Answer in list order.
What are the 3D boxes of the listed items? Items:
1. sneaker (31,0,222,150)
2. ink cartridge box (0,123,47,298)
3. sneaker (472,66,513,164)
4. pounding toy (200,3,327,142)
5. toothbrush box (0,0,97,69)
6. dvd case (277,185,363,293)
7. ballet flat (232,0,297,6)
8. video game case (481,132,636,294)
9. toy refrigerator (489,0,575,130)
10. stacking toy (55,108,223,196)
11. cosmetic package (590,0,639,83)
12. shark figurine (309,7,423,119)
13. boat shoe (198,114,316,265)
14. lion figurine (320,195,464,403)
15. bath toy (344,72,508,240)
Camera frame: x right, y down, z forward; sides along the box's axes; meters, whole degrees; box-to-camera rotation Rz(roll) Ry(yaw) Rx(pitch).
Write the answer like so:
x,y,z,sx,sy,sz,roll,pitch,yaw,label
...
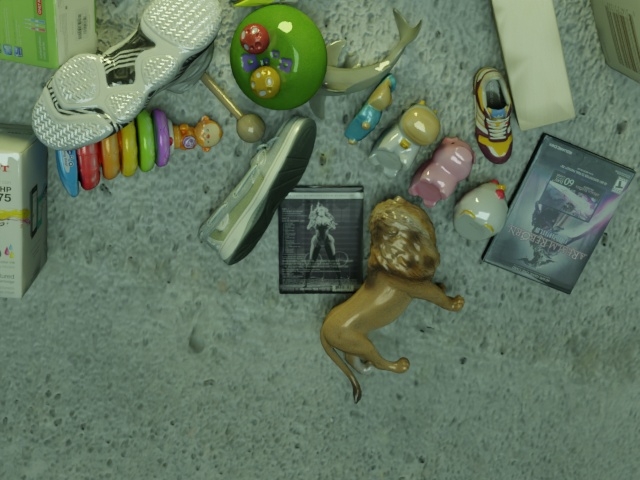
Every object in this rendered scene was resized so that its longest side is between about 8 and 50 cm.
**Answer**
x,y,z,sx,sy,sz,roll,pitch,yaw,label
-0.311,-0.274,1.591,0.366,0.210,0.137,-40,91,-1,sneaker
-0.609,-0.062,1.689,0.198,0.197,0.270,4,109,-4,ink cartridge box
0.317,-0.221,1.721,0.069,0.084,0.186,-14,110,3,sneaker
-0.109,-0.292,1.618,0.237,0.110,0.183,-42,86,26,pounding toy
-0.520,-0.413,1.546,0.283,0.122,0.206,12,117,16,toothbrush box
0.000,0.000,1.827,0.164,0.018,0.221,0,111,-1,dvd case
-0.045,-0.460,1.632,0.231,0.077,0.077,-37,121,9,ballet flat
0.457,-0.048,1.821,0.196,0.026,0.274,21,107,-9,video game case
0.373,-0.344,1.676,0.102,0.094,0.270,-14,109,11,toy refrigerator
-0.324,-0.181,1.699,0.301,0.166,0.175,-5,107,-16,stacking toy
0.659,-0.465,1.513,0.393,0.329,0.327,-19,109,4,cosmetic package
0.056,-0.298,1.672,0.278,0.116,0.166,-13,111,5,shark figurine
-0.118,-0.103,1.737,0.103,0.118,0.320,38,114,15,boat shoe
0.108,0.119,1.799,0.240,0.142,0.392,33,97,-28,lion figurine
0.217,-0.147,1.731,0.348,0.129,0.151,40,148,-13,bath toy
